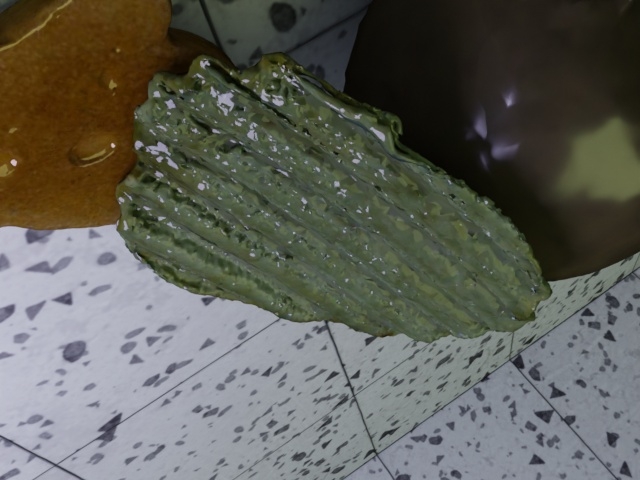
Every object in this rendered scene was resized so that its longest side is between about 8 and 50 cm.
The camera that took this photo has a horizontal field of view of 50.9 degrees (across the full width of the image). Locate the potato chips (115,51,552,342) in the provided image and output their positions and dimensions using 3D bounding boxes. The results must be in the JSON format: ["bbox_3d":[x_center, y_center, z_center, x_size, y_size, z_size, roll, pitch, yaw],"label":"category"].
[{"bbox_3d":[0.000,0.000,0.662,0.429,0.070,0.358,32,143,-19],"label":"potato chips"}]

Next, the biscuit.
[{"bbox_3d":[-0.217,-0.129,0.627,0.343,0.057,0.288,-12,139,-35],"label":"biscuit"}]

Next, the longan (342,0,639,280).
[{"bbox_3d":[0.235,-0.167,0.712,0.435,0.404,0.404,-40,148,11],"label":"longan"}]
